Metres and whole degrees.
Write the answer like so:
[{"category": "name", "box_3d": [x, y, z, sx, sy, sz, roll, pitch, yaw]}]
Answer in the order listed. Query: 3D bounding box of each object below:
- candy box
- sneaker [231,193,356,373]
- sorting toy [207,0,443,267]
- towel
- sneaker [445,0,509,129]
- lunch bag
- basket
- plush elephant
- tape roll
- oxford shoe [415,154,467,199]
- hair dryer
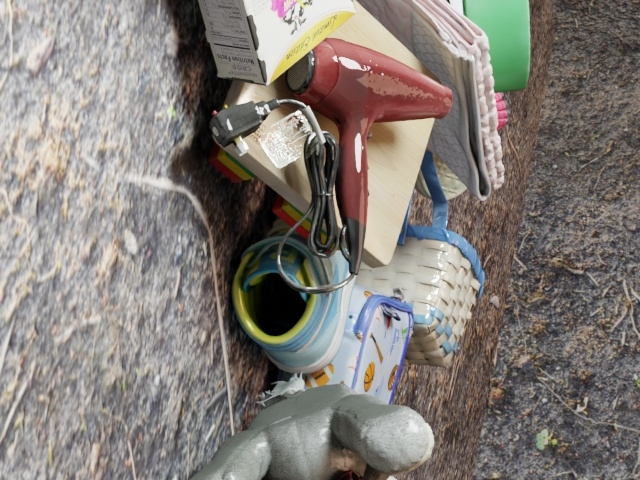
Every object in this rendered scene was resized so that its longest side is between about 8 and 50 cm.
[{"category": "candy box", "box_3d": [-0.057, -0.292, 1.466, 0.159, 0.071, 0.233, -44, 134, -36]}, {"category": "sneaker", "box_3d": [-0.017, -0.010, 1.751, 0.208, 0.127, 0.319, 41, 54, -73]}, {"category": "sorting toy", "box_3d": [-0.005, -0.136, 1.650, 0.257, 0.089, 0.256, 39, 55, -31]}, {"category": "towel", "box_3d": [0.101, -0.230, 1.873, 0.053, 0.317, 0.332, -38, 150, -12]}, {"category": "sneaker", "box_3d": [0.164, -0.258, 2.114, 0.299, 0.112, 0.121, 61, -12, -23]}, {"category": "lunch bag", "box_3d": [0.031, 0.197, 1.944, 0.243, 0.114, 0.303, 29, 78, -69]}, {"category": "basket", "box_3d": [0.134, 0.021, 2.176, 0.255, 0.201, 0.289, 63, 40, -59]}, {"category": "plush elephant", "box_3d": [0.007, 0.305, 1.651, 0.330, 0.271, 0.255, -116, -175, -80]}, {"category": "tape roll", "box_3d": [0.200, -0.344, 1.873, 0.321, 0.077, 0.321, -6, 90, -88]}, {"category": "oxford shoe", "box_3d": [0.133, -0.262, 2.265, 0.130, 0.169, 0.449, 46, -22, 51]}, {"category": "hair dryer", "box_3d": [0.024, -0.099, 1.562, 0.293, 0.080, 0.224, -37, 110, -28]}]
